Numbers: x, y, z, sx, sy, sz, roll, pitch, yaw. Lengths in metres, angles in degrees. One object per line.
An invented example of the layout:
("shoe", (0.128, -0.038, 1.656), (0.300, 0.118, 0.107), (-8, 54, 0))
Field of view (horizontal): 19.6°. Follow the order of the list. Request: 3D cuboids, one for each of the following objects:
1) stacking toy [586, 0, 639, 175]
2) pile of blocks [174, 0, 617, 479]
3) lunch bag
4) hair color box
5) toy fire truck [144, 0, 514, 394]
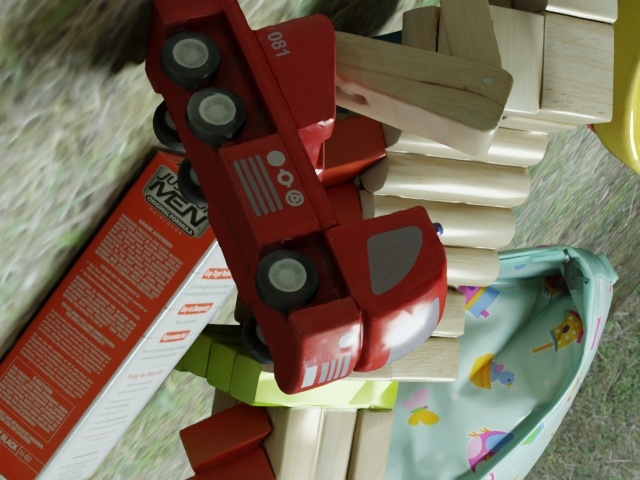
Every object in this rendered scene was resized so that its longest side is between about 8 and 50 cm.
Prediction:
("stacking toy", (0.171, -0.221, 0.906), (0.309, 0.130, 0.279), (-51, 142, -16))
("pile of blocks", (0.000, 0.000, 0.841), (0.113, 0.149, 0.362), (5, 122, -37))
("lunch bag", (0.109, 0.099, 1.358), (0.262, 0.160, 0.223), (-47, 167, 7))
("hair color box", (-0.080, 0.033, 0.751), (0.141, 0.043, 0.072), (-52, 168, 7))
("toy fire truck", (0.014, -0.051, 0.631), (0.135, 0.192, 0.047), (-16, 154, -17))
